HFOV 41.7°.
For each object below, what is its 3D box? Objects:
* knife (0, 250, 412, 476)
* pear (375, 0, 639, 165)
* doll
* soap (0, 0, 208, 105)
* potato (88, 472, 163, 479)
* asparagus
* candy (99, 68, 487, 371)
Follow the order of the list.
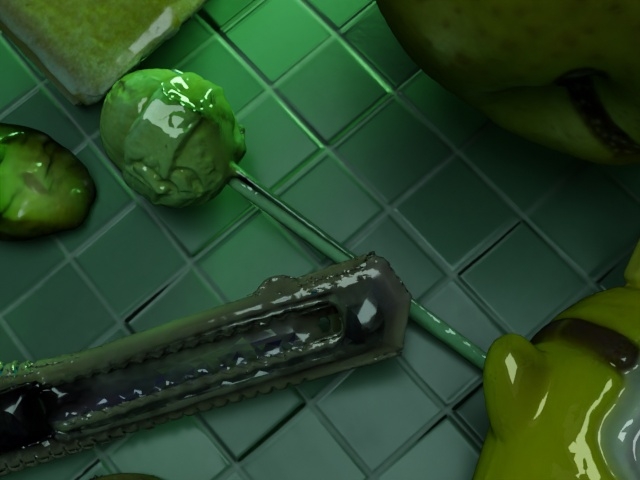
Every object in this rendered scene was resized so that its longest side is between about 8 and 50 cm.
[{"bbox_3d":[-0.121,0.082,0.511,0.365,0.043,0.089,-15,101,7],"label":"knife"},{"bbox_3d":[0.179,-0.249,0.442,0.362,0.362,0.418,21,80,12],"label":"pear"},{"bbox_3d":[0.140,0.135,0.438,0.199,0.145,0.363,31,80,-20],"label":"doll"},{"bbox_3d":[-0.191,-0.244,0.545,0.173,0.089,0.274,-46,114,-8],"label":"soap"},{"bbox_3d":[-0.117,0.163,0.517,0.093,0.036,0.037,7,78,9],"label":"potato"},{"bbox_3d":[-0.329,-0.064,0.588,0.343,0.085,0.082,12,99,7],"label":"asparagus"},{"bbox_3d":[0.000,0.000,0.538,0.335,0.092,0.093,35,123,7],"label":"candy"}]
